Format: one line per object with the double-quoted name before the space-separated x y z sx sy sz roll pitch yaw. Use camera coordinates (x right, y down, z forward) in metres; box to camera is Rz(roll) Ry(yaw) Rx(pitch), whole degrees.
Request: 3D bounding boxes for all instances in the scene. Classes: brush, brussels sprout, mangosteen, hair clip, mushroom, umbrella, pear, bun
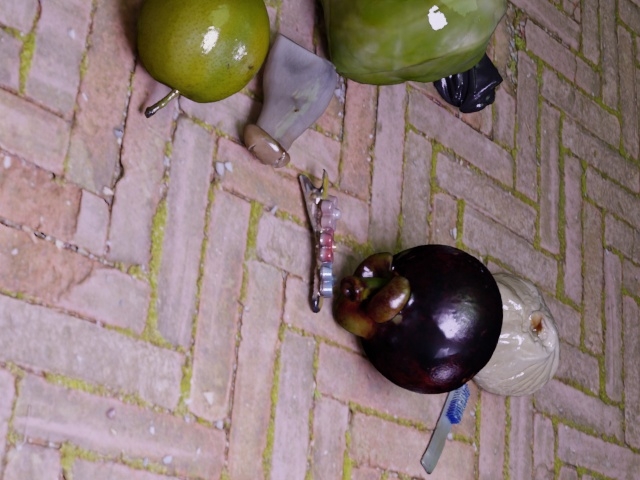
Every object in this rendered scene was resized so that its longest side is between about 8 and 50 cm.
"brush" 0.203 0.298 2.036 0.033 0.030 0.178 63 38 -30
"brussels sprout" 0.141 -0.363 1.987 0.328 0.328 0.247 -34 132 -51
"mangosteen" 0.140 0.105 1.876 0.265 0.228 0.228 26 58 -27
"hair clip" 0.007 -0.001 1.875 0.062 0.056 0.214 59 24 -76
"mushroom" -0.045 -0.200 1.859 0.116 0.093 0.225 28 65 -21
"umbrella" 0.225 -0.389 2.255 0.118 0.118 0.340 -17 85 -52
"pear" -0.162 -0.248 1.678 0.180 0.166 0.216 31 81 -56
"bun" 0.328 0.153 2.154 0.220 0.134 0.220 17 67 -43
